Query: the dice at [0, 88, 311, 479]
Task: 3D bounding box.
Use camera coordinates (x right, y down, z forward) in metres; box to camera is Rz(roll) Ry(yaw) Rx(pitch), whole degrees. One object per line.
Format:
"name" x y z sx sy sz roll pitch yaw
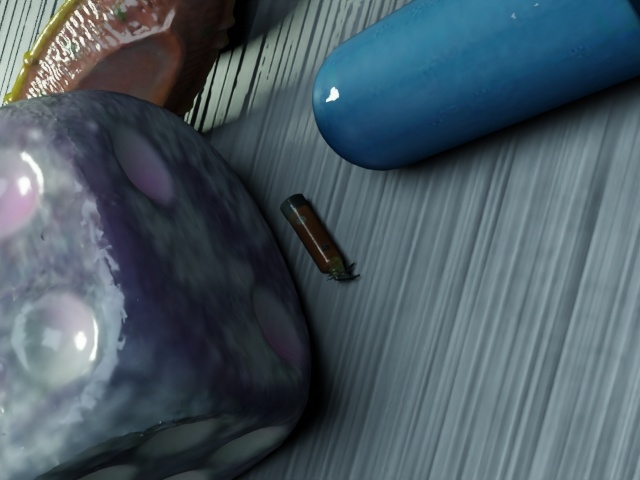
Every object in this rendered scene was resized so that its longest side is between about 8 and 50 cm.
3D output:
"dice" -0.185 0.065 1.404 0.270 0.270 0.271 -30 70 20

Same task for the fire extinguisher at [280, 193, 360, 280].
"fire extinguisher" 0.000 0.000 1.461 0.028 0.022 0.083 -28 66 -12

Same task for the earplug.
"earplug" 0.115 -0.137 1.369 0.273 0.132 0.132 -24 71 26

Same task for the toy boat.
"toy boat" -0.161 -0.139 1.484 0.318 0.141 0.099 -46 35 35
